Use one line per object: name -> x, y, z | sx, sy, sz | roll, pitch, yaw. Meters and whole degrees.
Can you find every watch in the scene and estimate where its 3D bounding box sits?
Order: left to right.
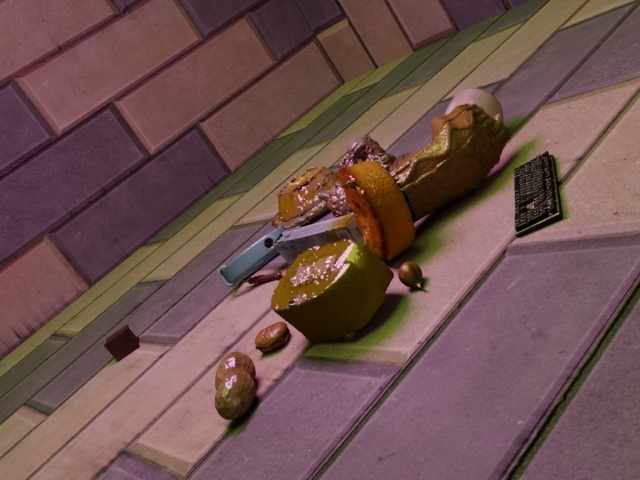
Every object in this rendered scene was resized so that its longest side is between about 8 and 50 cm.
watch -> -0.188, 0.048, 2.157 | 0.237, 0.068, 0.195 | -35, -1, -11

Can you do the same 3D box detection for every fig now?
fig -> 0.185, 0.075, 1.479 | 0.050, 0.050, 0.083 | -34, 30, -1

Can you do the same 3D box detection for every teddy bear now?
teddy bear -> 0.124, -0.149, 2.038 | 0.256, 0.156, 0.267 | -36, 46, -23

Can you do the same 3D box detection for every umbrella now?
umbrella -> -0.163, 0.108, 2.088 | 0.165, 0.025, 0.027 | -13, 7, 45

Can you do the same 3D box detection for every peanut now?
peanut -> -0.173, 0.291, 1.491 | 0.089, 0.089, 0.193 | -32, 16, 6

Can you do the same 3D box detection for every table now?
table -> -0.608, 0.310, 2.287 | 0.083, 0.070, 0.082 | -36, 17, -2

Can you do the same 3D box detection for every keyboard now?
keyboard -> 0.442, -0.104, 1.522 | 0.106, 0.027, 0.317 | -27, 17, 24

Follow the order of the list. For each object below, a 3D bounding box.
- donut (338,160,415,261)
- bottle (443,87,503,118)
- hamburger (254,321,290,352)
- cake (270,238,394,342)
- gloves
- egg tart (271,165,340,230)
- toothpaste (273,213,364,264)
donut -> 0.119, -0.068, 1.682 | 0.118, 0.254, 0.253 | -26, 15, -10
bottle -> 0.376, -0.279, 1.952 | 0.147, 0.147, 0.236 | -16, 32, 47
hamburger -> -0.107, 0.214, 1.648 | 0.083, 0.044, 0.076 | -25, 19, 20
cake -> 0.021, 0.107, 1.515 | 0.260, 0.156, 0.179 | -17, 39, 59
gloves -> 0.311, -0.183, 1.751 | 0.356, 0.203, 0.155 | -45, 41, -17
egg tart -> -0.044, -0.151, 2.423 | 0.315, 0.120, 0.315 | -32, 15, 10
toothpaste -> 0.000, 0.000, 1.971 | 0.312, 0.089, 0.071 | -14, 33, 49
